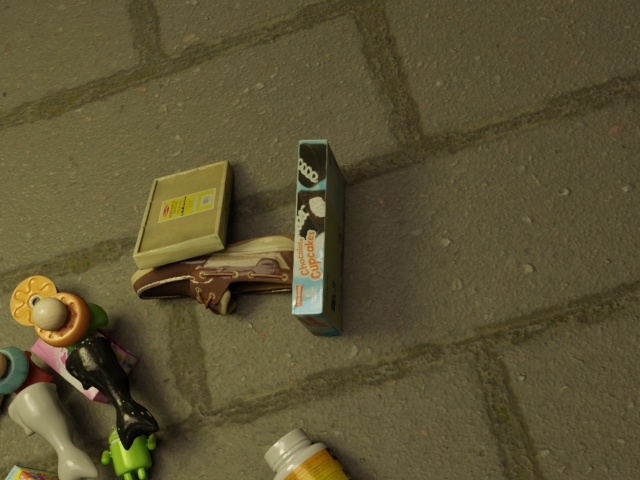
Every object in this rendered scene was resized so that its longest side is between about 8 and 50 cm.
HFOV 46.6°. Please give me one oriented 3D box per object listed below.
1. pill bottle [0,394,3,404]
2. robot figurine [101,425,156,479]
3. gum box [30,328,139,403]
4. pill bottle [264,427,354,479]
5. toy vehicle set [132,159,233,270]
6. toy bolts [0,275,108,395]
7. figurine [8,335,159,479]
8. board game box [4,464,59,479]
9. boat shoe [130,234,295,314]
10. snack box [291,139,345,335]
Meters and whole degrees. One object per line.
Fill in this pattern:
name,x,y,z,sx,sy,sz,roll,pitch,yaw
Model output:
pill bottle,-0.661,0.305,1.468,0.065,0.065,0.116,9,73,15
robot figurine,-0.351,0.390,1.369,0.101,0.067,0.115,-17,67,-8
gum box,-0.465,0.220,1.455,0.188,0.062,0.107,32,81,20
pill bottle,0.000,0.427,1.254,0.117,0.117,0.215,-40,68,-3
toy vehicle set,-0.260,-0.057,1.447,0.166,0.035,0.267,-13,36,8
toy bolts,-0.552,0.168,1.372,0.218,0.158,0.228,32,81,21
figurine,-0.420,0.318,1.331,0.215,0.092,0.209,-39,70,-2
board game box,-0.442,0.530,1.278,0.275,0.142,0.144,27,79,29
boat shoe,-0.194,0.082,1.417,0.342,0.123,0.123,-10,68,2
snack box,0.000,0.000,1.364,0.060,0.187,0.322,-2,71,12
